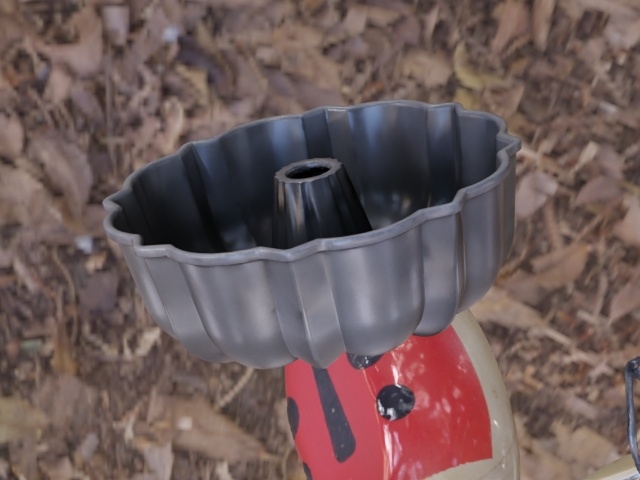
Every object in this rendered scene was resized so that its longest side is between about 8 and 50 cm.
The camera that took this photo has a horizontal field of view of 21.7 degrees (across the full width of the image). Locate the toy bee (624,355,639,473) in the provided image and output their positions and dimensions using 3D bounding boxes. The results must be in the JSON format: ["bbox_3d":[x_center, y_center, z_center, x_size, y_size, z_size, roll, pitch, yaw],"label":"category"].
[{"bbox_3d":[0.304,0.072,1.076,0.162,0.195,0.298,-11,33,22],"label":"toy bee"}]

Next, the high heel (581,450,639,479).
[{"bbox_3d":[0.393,0.313,1.799,0.261,0.093,0.186,-23,93,23],"label":"high heel"}]

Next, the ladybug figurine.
[{"bbox_3d":[0.076,0.210,1.983,0.162,0.305,0.449,8,46,-38],"label":"ladybug figurine"}]

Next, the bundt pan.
[{"bbox_3d":[0.000,0.000,1.314,0.331,0.124,0.331,-9,21,4],"label":"bundt pan"}]
